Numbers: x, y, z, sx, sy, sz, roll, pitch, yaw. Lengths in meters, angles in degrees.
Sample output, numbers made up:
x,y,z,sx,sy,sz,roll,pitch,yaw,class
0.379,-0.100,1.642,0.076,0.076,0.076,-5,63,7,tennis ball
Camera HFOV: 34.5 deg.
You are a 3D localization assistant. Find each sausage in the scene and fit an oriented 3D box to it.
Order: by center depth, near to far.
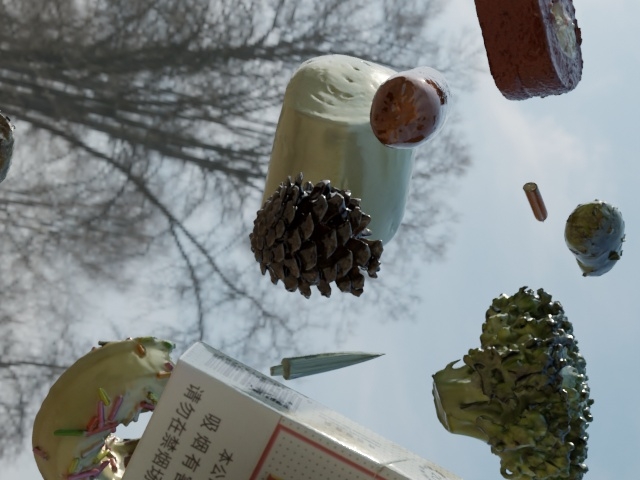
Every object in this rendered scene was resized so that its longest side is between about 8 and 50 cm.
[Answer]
x,y,z,sx,sy,sz,roll,pitch,yaw,class
0.133,-0.193,1.500,0.259,0.113,0.114,-44,153,-72,sausage
0.440,-0.074,2.091,0.031,0.107,0.031,-18,-138,17,sausage

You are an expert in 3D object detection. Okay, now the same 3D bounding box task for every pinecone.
x,y,z,sx,sy,sz,roll,pitch,yaw,class
-0.002,-0.002,1.571,0.184,0.204,0.179,85,20,-73,pinecone

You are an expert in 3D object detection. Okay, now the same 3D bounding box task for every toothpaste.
x,y,z,sx,sy,sz,roll,pitch,yaw,class
0.011,0.218,1.837,0.064,0.218,0.041,-11,-94,64,toothpaste

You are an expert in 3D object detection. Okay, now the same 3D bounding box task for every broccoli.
x,y,z,sx,sy,sz,roll,pitch,yaw,class
0.349,0.259,1.714,0.324,0.272,0.334,39,-29,47,broccoli

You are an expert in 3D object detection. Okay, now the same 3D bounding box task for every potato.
x,y,z,sx,sy,sz,roll,pitch,yaw,class
0.532,-0.001,1.986,0.225,0.117,0.090,61,12,-55,potato

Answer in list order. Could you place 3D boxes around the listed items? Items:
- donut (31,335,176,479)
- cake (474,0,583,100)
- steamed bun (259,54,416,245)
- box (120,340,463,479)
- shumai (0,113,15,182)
x,y,z,sx,sy,sz,roll,pitch,yaw,class
-0.369,0.367,1.892,0.150,0.307,0.371,43,-31,52,donut
0.373,-0.390,1.863,0.150,0.177,0.283,0,-70,38,cake
0.052,-0.177,2.070,0.456,0.289,0.371,-78,-179,-63,steamed bun
-0.038,0.277,1.094,0.210,0.330,0.095,-63,178,11,box
-0.580,-0.150,1.700,0.145,0.116,0.146,-5,-97,48,shumai
